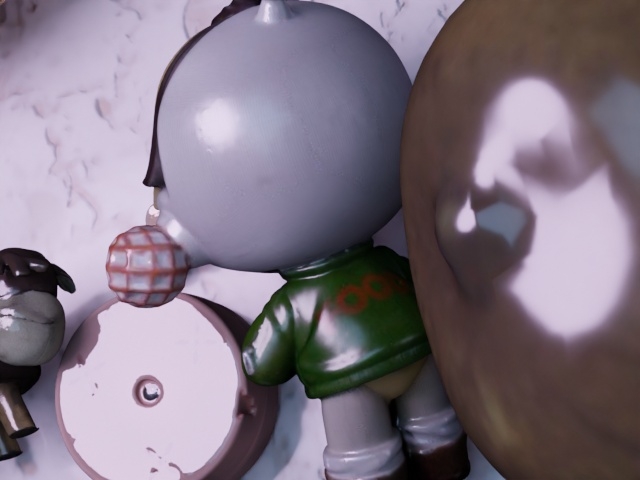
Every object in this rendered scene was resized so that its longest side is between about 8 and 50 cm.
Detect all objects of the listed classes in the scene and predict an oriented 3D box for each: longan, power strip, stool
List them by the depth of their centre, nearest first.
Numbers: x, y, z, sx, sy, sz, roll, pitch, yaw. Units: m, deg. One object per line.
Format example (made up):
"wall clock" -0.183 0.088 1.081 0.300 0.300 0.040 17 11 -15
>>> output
"longan" 0.201 -0.004 0.908 0.361 0.361 0.361 -3 79 16
"power strip" -0.113 0.111 1.116 0.154 0.078 0.154 -3 81 18
"stool" -0.247 0.089 1.122 0.217 0.125 0.121 -33 68 32

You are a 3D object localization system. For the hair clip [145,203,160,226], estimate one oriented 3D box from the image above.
"hair clip" -0.073 -0.046 1.152 0.214 0.056 0.062 -50 58 12

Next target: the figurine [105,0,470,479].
"figurine" 0.000 0.000 1.031 0.281 0.167 0.370 -21 97 -25

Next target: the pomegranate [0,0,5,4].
"pomegranate" -0.385 -0.310 1.134 0.411 0.411 0.411 -3 79 16
